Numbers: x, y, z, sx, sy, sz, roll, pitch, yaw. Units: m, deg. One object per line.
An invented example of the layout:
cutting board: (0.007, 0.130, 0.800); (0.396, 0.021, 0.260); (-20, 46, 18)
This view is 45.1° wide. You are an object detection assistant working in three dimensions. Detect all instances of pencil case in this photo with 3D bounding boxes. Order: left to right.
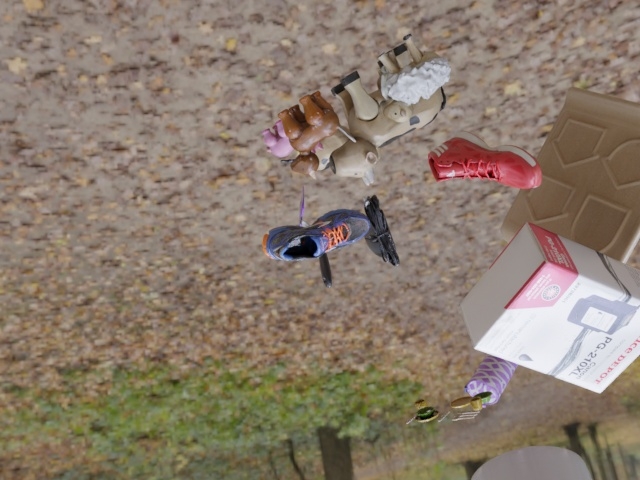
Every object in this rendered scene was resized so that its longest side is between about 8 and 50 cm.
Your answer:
pencil case: (0.438, 0.317, 1.902); (0.086, 0.206, 0.088); (14, 133, 36)

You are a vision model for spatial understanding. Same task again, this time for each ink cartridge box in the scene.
ink cartridge box: (0.350, 0.101, 1.102); (0.237, 0.100, 0.172); (21, 121, -20)

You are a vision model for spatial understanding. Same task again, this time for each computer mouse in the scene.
computer mouse: (0.145, -0.022, 2.012); (0.072, 0.188, 0.272); (-20, -179, 5)

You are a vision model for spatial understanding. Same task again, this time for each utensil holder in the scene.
utensil holder: (0.541, 0.737, 1.833); (0.327, 0.385, 0.327); (-2, 131, -3)

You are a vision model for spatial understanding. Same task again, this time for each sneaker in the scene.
sneaker: (0.000, 0.000, 1.527); (0.221, 0.083, 0.087); (-19, -157, -13)
sneaker: (0.290, -0.126, 1.429); (0.128, 0.087, 0.221); (-30, -146, -25)

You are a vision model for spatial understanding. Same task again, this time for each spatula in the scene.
spatula: (-0.016, -0.008, 1.730); (0.030, 0.296, 0.084); (-7, 137, -17)

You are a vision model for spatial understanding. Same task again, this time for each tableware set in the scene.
tableware set: (0.238, 0.305, 1.433); (0.154, 0.024, 0.104); (-16, -176, 38)

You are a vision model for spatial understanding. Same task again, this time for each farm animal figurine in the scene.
farm animal figurine: (0.070, -0.188, 1.308); (0.327, 0.172, 0.330); (-31, -175, 6)

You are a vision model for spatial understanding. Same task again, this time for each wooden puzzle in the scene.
wooden puzzle: (0.532, -0.099, 1.496); (0.080, 0.348, 0.322); (15, -167, -29)
